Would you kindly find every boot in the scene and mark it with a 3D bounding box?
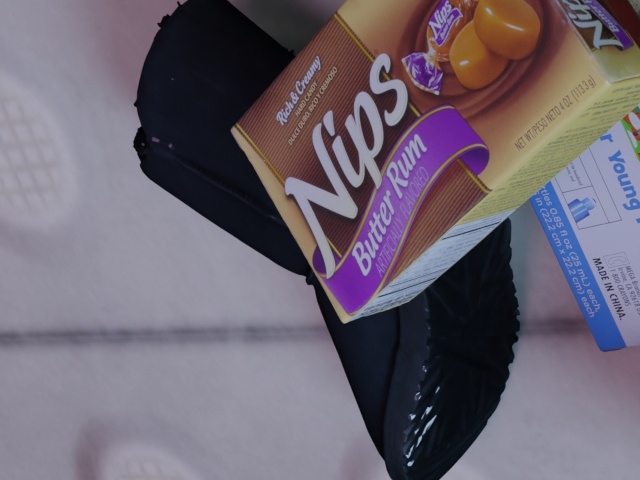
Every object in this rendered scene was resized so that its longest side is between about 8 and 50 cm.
[{"bbox_3d":[0.000,0.000,0.952,0.207,0.094,0.246,32,146,30],"label":"boot"}]

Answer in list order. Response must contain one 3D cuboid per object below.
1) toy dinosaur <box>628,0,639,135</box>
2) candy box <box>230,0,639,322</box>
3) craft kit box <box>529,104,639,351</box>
[{"bbox_3d":[0.120,-0.103,0.753,0.183,0.053,0.093,28,121,36],"label":"toy dinosaur"},{"bbox_3d":[0.049,-0.059,0.759,0.186,0.053,0.109,-43,71,40],"label":"candy box"},{"bbox_3d":[0.183,-0.083,0.777,0.246,0.061,0.250,-11,111,45],"label":"craft kit box"}]
